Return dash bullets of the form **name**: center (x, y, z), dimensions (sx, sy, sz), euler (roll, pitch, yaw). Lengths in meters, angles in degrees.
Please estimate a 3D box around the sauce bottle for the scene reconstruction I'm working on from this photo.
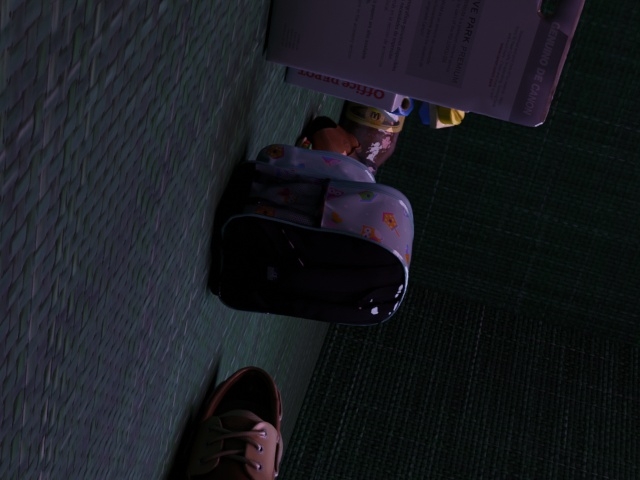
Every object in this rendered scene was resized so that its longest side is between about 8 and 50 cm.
- **sauce bottle**: center (0.097, -0.220, 2.357), dimensions (0.111, 0.111, 0.344), euler (92, 13, -74)

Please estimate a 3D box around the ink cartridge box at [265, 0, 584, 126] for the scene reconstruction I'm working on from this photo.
- **ink cartridge box**: center (0.112, -0.281, 1.187), dimensions (0.130, 0.272, 0.309), euler (-70, 175, -46)

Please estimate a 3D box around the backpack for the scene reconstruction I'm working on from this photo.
- **backpack**: center (0.000, 0.000, 1.318), dimensions (0.166, 0.188, 0.144), euler (100, 7, -49)

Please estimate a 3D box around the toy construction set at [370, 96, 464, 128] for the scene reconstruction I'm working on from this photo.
- **toy construction set**: center (0.109, -0.316, 1.634), dimensions (0.215, 0.151, 0.327), euler (22, 67, -42)

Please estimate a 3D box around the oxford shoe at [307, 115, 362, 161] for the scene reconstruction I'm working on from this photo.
- **oxford shoe**: center (0.013, -0.143, 1.870), dimensions (0.212, 0.076, 0.076), euler (-115, 180, -81)

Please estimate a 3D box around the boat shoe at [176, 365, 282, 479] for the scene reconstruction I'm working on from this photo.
- **boat shoe**: center (-0.103, 0.243, 1.468), dimensions (0.324, 0.123, 0.119), euler (-86, -176, -68)

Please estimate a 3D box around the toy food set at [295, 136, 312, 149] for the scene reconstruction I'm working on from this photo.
- **toy food set**: center (-0.028, -0.096, 1.765), dimensions (0.082, 0.020, 0.083), euler (-46, 152, -81)

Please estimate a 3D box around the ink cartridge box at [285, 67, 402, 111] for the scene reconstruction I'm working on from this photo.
- **ink cartridge box**: center (0.046, -0.241, 1.456), dimensions (0.072, 0.127, 0.175), euler (-55, 160, -75)
